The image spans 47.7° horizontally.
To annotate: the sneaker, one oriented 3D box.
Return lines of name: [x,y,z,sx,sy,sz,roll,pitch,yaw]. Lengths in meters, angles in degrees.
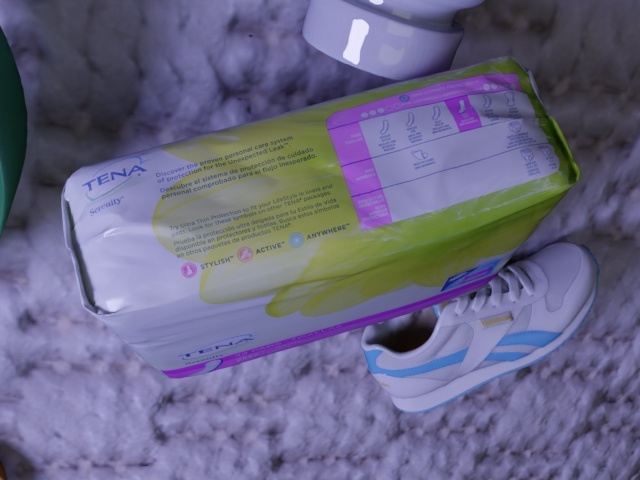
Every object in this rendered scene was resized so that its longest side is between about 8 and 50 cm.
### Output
sneaker: [0.146,0.067,0.654,0.228,0.087,0.092,-33,123,3]

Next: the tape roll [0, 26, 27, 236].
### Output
tape roll: [-0.336,-0.067,0.398,0.321,0.077,0.321,-5,128,-6]

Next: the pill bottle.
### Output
pill bottle: [0.067,-0.214,0.425,0.121,0.121,0.221,7,119,-21]

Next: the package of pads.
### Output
package of pads: [0.000,0.000,0.495,0.296,0.101,0.229,-16,161,-7]

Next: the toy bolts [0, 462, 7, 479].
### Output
toy bolts: [-0.367,0.220,0.550,0.218,0.158,0.229,-5,123,-14]
